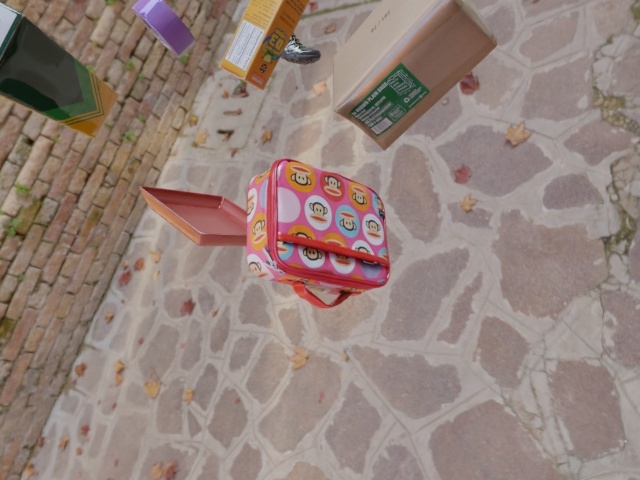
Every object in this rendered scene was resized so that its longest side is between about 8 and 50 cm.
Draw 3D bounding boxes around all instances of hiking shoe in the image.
[{"bbox_3d":[-0.104,-0.658,1.471,0.227,0.086,0.114,14,104,10],"label":"hiking shoe"}]

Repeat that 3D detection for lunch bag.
[{"bbox_3d":[0.000,0.000,0.847,0.120,0.293,0.258,-23,61,47],"label":"lunch bag"}]

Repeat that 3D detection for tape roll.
[{"bbox_3d":[-0.493,-0.680,1.395,0.080,0.189,0.189,-45,51,-1],"label":"tape roll"}]

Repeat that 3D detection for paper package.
[{"bbox_3d":[0.189,-0.423,0.989,0.325,0.168,0.309,-39,31,34],"label":"paper package"}]

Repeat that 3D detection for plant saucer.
[{"bbox_3d":[-0.262,-0.050,1.063,0.259,0.259,0.047,32,108,32],"label":"plant saucer"}]

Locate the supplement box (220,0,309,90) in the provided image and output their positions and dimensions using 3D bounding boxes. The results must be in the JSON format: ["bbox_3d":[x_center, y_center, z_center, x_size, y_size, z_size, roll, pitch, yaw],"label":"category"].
[{"bbox_3d":[-0.100,-0.418,0.853,0.080,0.078,0.233,38,106,20],"label":"supplement box"}]

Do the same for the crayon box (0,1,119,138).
[{"bbox_3d":[-0.530,-0.302,0.636,0.106,0.363,0.313,-62,6,0],"label":"crayon box"}]
